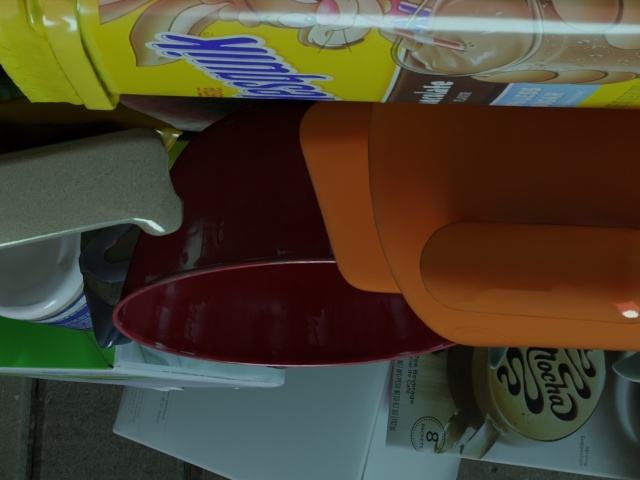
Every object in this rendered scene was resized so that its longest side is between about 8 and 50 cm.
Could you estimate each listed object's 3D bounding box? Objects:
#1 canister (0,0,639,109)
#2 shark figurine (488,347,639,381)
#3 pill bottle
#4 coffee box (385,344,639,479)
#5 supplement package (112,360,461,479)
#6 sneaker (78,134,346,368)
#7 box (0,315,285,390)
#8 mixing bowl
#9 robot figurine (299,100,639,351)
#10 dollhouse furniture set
[{"bbox_3d":[0.008,-0.073,0.418,0.170,0.073,0.126,1,174,-1],"label":"canister"},{"bbox_3d":[0.230,0.033,1.267,0.278,0.166,0.116,19,159,39],"label":"shark figurine"},{"bbox_3d":[-0.166,0.013,1.131,0.094,0.094,0.169,1,173,17],"label":"pill bottle"},{"bbox_3d":[0.216,0.111,1.412,0.297,0.168,0.119,3,175,33],"label":"coffee box"},{"bbox_3d":[-0.021,0.148,1.612,0.293,0.175,0.177,15,-179,35],"label":"supplement package"},{"bbox_3d":[0.007,0.012,0.926,0.300,0.121,0.111,2,174,6],"label":"sneaker"},{"bbox_3d":[-0.193,0.056,1.379,0.262,0.127,0.231,-2,172,33],"label":"box"},{"bbox_3d":[-0.008,-0.007,0.804,0.181,0.098,0.181,0,161,0],"label":"mixing bowl"},{"bbox_3d":[0.104,-0.028,0.538,0.219,0.128,0.158,0,170,33],"label":"robot figurine"},{"bbox_3d":[-0.217,-0.067,0.610,0.301,0.151,0.197,-13,-160,-20],"label":"dollhouse furniture set"}]
